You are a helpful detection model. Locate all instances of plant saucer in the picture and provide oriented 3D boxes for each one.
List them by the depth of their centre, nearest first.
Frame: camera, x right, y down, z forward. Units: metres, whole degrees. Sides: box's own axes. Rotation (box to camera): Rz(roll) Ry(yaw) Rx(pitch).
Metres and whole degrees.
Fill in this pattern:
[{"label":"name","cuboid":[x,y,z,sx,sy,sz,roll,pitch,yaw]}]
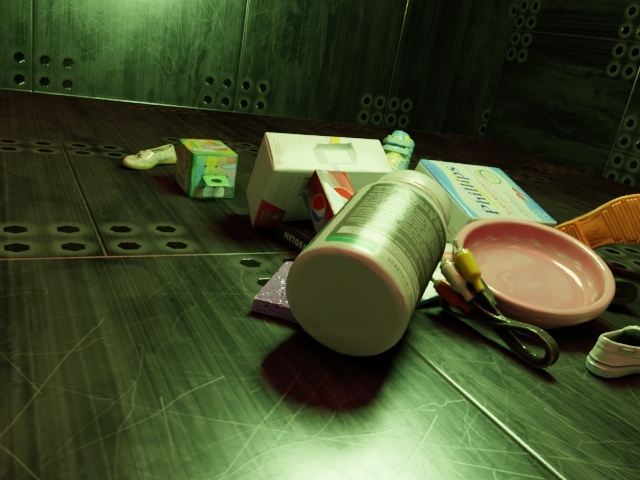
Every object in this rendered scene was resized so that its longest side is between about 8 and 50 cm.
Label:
[{"label":"plant saucer","cuboid":[0.440,0.073,1.239,0.332,0.084,0.332,5,36,-4]}]

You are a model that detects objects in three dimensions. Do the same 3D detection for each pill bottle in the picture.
[{"label":"pill bottle","cuboid":[0.105,0.018,1.024,0.204,0.204,0.361,17,34,18]}]

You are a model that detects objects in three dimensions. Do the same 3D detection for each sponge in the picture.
[{"label":"sponge","cuboid":[-0.041,0.096,1.101,0.117,0.031,0.210,13,20,9]}]

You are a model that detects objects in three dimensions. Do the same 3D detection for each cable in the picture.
[{"label":"cable","cuboid":[0.298,0.137,1.073,0.072,0.139,0.287,1,41,-36]}]

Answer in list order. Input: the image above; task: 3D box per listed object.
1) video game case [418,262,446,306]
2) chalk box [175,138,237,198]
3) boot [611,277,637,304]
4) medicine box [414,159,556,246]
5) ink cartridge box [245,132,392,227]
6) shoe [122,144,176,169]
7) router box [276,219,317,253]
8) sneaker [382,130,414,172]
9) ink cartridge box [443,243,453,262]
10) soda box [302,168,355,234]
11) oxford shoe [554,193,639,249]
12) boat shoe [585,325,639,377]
[{"label":"video game case","cuboid":[0.203,0.060,1.232,0.119,0.015,0.166,-18,50,-25]},{"label":"chalk box","cuboid":[-0.318,-0.199,1.647,0.132,0.132,0.213,-1,22,-29]},{"label":"boot","cuboid":[0.620,0.106,1.385,0.198,0.077,0.137,13,7,4]},{"label":"medicine box","cuboid":[0.403,-0.071,1.520,0.289,0.149,0.263,2,37,-29]},{"label":"ink cartridge box","cuboid":[-0.011,-0.141,1.453,0.306,0.226,0.131,-1,55,-24]},{"label":"shoe","cuboid":[-0.537,-0.266,1.839,0.076,0.058,0.219,18,20,22]},{"label":"router box","cuboid":[0.000,0.000,1.373,0.133,0.046,0.179,-5,24,-37]},{"label":"sneaker","cuboid":[0.241,-0.274,2.036,0.127,0.208,0.319,16,20,11]},{"label":"ink cartridge box","cuboid":[0.204,0.036,1.341,0.198,0.067,0.115,11,20,1]},{"label":"soda box","cuboid":[0.044,-0.036,1.271,0.083,0.092,0.263,3,47,-28]},{"label":"oxford shoe","cuboid":[0.787,-0.047,1.587,0.364,0.130,0.133,-18,1,26]},{"label":"boat shoe","cuboid":[0.576,0.196,1.064,0.226,0.075,0.083,-5,24,-38]}]
